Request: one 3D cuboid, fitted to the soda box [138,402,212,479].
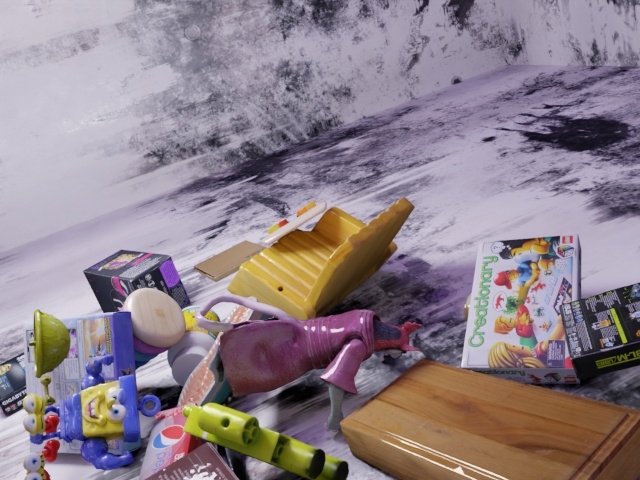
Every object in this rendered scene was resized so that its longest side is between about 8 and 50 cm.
[{"bbox_3d":[-0.242,0.389,1.071,0.083,0.092,0.263,-19,21,2],"label":"soda box"}]

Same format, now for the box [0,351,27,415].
[{"bbox_3d":[-0.740,0.343,1.625,0.175,0.051,0.220,-28,23,-27],"label":"box"}]

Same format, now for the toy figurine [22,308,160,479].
[{"bbox_3d":[-0.403,0.297,1.160,0.217,0.191,0.363,-7,57,-14],"label":"toy figurine"}]

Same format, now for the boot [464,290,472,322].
[{"bbox_3d":[0.409,0.101,1.310,0.165,0.077,0.213,1,35,42],"label":"boot"}]

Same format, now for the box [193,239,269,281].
[{"bbox_3d":[-0.280,0.060,2.015,0.201,0.021,0.164,-29,24,-26],"label":"box"}]

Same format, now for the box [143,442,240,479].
[{"bbox_3d":[-0.181,0.417,0.850,0.203,0.169,0.167,-26,23,-23],"label":"box"}]

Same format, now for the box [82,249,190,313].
[{"bbox_3d":[-0.525,0.134,1.819,0.270,0.165,0.143,4,30,44],"label":"box"}]

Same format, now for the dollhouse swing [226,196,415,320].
[{"bbox_3d":[0.000,0.000,1.506,0.315,0.305,0.347,33,47,25],"label":"dollhouse swing"}]

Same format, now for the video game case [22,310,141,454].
[{"bbox_3d":[-0.481,0.285,1.283,0.244,0.270,0.061,-8,-5,25],"label":"video game case"}]

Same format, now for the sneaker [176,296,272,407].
[{"bbox_3d":[-0.176,0.268,1.321,0.108,0.121,0.302,-9,42,47],"label":"sneaker"}]

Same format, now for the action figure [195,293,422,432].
[{"bbox_3d":[0.001,0.176,1.173,0.370,0.276,0.248,-14,18,15],"label":"action figure"}]

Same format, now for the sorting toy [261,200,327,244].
[{"bbox_3d":[-0.071,-0.051,1.718,0.193,0.038,0.208,-31,2,-1],"label":"sorting toy"}]

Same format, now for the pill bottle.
[{"bbox_3d":[-0.283,0.239,1.442,0.117,0.118,0.208,-17,21,-1],"label":"pill bottle"}]

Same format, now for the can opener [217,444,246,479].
[{"bbox_3d":[-0.160,0.375,1.105,0.073,0.059,0.186,4,24,-22],"label":"can opener"}]

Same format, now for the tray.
[{"bbox_3d":[0.230,0.283,0.929,0.202,0.076,0.411,-30,18,-30],"label":"tray"}]

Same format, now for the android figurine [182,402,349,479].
[{"bbox_3d":[-0.096,0.310,0.986,0.272,0.248,0.056,8,67,35],"label":"android figurine"}]

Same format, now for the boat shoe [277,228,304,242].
[{"bbox_3d":[-0.068,0.012,1.858,0.110,0.104,0.307,-21,21,-10],"label":"boat shoe"}]

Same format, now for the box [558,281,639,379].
[{"bbox_3d":[0.467,0.127,0.972,0.184,0.045,0.191,-18,13,20],"label":"box"}]

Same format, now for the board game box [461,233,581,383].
[{"bbox_3d":[0.378,0.121,1.184,0.193,0.053,0.305,-6,44,28],"label":"board game box"}]

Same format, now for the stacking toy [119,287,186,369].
[{"bbox_3d":[-0.438,0.251,1.401,0.330,0.141,0.141,-44,9,27],"label":"stacking toy"}]
